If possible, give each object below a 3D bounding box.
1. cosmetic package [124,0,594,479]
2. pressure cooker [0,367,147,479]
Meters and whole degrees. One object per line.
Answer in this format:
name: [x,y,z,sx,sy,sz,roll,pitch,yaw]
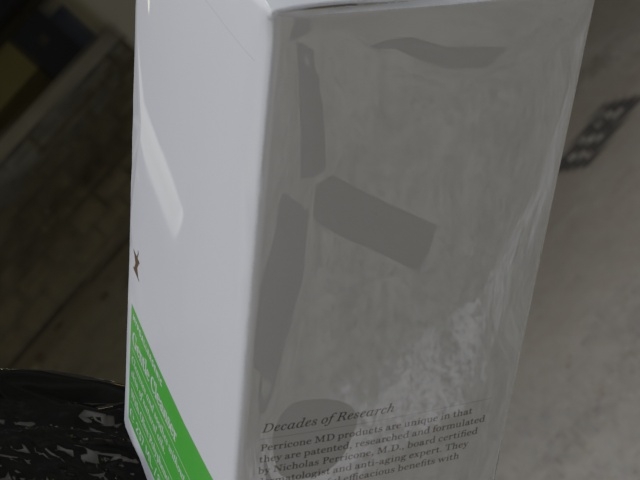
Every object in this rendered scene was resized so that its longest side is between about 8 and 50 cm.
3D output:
cosmetic package: [0.000,0.000,0.795,0.197,0.155,0.366,-124,31,-50]
pressure cooker: [-0.189,0.334,0.985,0.370,0.375,0.420,-29,-41,-61]
